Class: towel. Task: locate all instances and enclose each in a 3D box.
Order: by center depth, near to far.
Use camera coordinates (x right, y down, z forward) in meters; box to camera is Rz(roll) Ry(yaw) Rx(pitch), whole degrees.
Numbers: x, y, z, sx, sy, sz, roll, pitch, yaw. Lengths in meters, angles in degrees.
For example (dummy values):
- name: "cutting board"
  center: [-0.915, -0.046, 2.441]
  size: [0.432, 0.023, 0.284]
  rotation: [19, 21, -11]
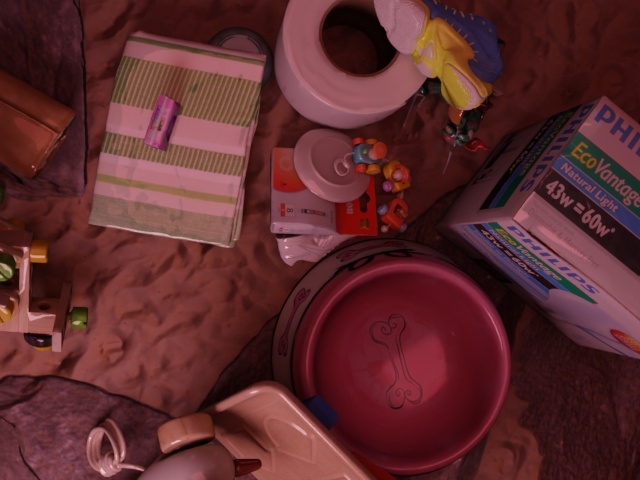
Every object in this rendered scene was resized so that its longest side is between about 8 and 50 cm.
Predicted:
- name: "towel"
  center: [-0.230, -0.165, 1.324]
  size: [0.247, 0.038, 0.325]
  rotation: [10, 93, -4]

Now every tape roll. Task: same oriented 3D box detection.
- name: "tape roll"
  center: [0.051, -0.312, 1.309]
  size: [0.246, 0.169, 0.246]
  rotation: [0, 90, -9]

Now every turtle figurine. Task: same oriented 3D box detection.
- name: "turtle figurine"
  center: [0.232, -0.241, 1.357]
  size: [0.118, 0.175, 0.234]
  rotation: [-6, 125, -35]

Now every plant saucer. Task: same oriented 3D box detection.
- name: "plant saucer"
  center: [-0.138, -0.303, 1.357]
  size: [0.119, 0.021, 0.119]
  rotation: [0, 89, -8]

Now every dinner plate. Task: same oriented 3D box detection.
- name: "dinner plate"
  center: [0.023, -0.129, 1.345]
  size: [0.141, 0.017, 0.141]
  rotation: [12, 62, -23]

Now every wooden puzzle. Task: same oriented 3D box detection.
- name: "wooden puzzle"
  center: [-0.014, 0.339, 1.236]
  size: [0.348, 0.322, 0.080]
  rotation: [42, 58, -7]

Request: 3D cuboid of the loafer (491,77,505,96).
- name: "loafer"
  center: [0.269, -0.295, 1.410]
  size: [0.125, 0.039, 0.045]
  rotation: [41, 51, -8]

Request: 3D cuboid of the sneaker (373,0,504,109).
- name: "sneaker"
  center: [0.186, -0.314, 1.212]
  size: [0.126, 0.091, 0.240]
  rotation: [-38, 94, -26]

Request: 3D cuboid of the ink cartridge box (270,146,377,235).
- name: "ink cartridge box"
  center: [0.006, -0.080, 1.336]
  size: [0.179, 0.045, 0.145]
  rotation: [1, 65, -5]

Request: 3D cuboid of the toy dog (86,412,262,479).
- name: "toy dog"
  center: [-0.218, 0.381, 1.241]
  size: [0.161, 0.333, 0.220]
  rotation: [11, 72, -42]

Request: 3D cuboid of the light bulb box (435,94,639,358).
- name: "light bulb box"
  center: [0.424, -0.004, 1.260]
  size: [0.358, 0.361, 0.225]
  rotation: [38, 84, -5]

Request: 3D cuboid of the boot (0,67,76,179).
- name: "boot"
  center: [-0.508, -0.265, 1.277]
  size: [0.269, 0.089, 0.236]
  rotation: [33, 95, -6]

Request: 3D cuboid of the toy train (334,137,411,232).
- name: "toy train"
  center: [0.105, -0.099, 1.342]
  size: [0.166, 0.046, 0.125]
  rotation: [46, 53, -16]

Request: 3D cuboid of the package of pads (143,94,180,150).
- name: "package of pads"
  center: [-0.251, -0.187, 1.278]
  size: [0.032, 0.050, 0.083]
  rotation: [19, 92, 3]

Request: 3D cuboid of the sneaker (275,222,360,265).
- name: "sneaker"
  center: [0.000, 0.000, 1.362]
  size: [0.152, 0.054, 0.061]
  rotation: [-13, 115, -12]

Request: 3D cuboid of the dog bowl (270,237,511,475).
- name: "dog bowl"
  center: [0.126, 0.198, 1.323]
  size: [0.408, 0.150, 0.408]
  rotation: [0, 89, -9]

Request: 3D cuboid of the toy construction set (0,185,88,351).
- name: "toy construction set"
  center: [-0.458, 0.071, 1.180]
  size: [0.237, 0.309, 0.257]
  rotation: [14, 95, -12]
